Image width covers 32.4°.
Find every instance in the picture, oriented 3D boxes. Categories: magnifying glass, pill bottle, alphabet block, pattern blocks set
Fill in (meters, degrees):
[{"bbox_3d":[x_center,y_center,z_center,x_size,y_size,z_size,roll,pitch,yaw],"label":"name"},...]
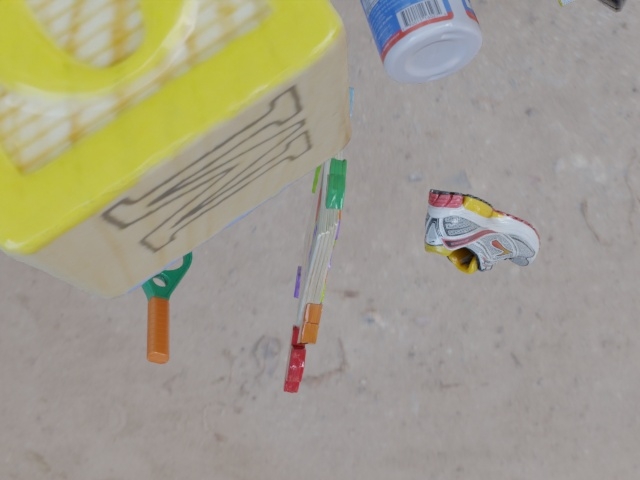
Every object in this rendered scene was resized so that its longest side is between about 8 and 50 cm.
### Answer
[{"bbox_3d":[-0.213,0.063,1.451,0.092,0.231,0.026,16,131,-24],"label":"magnifying glass"},{"bbox_3d":[0.105,-0.312,1.330,0.124,0.124,0.222,-20,68,10],"label":"pill bottle"},{"bbox_3d":[-0.110,-0.100,0.601,0.193,0.197,0.192,-36,82,-4],"label":"alphabet block"},{"bbox_3d":[0.000,0.000,1.243,0.026,0.286,0.325,8,149,-4],"label":"pattern blocks set"}]

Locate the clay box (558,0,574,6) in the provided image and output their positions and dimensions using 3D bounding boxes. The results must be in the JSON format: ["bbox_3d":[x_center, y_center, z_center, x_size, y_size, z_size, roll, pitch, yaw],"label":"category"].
[{"bbox_3d":[0.395,-0.498,1.752,0.127,0.053,0.222,-20,117,29],"label":"clay box"}]

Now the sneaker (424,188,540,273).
[{"bbox_3d":[0.206,0.002,1.447,0.225,0.088,0.093,19,85,-44],"label":"sneaker"}]

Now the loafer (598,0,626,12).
[{"bbox_3d":[0.304,-0.289,1.150,0.062,0.170,0.061,40,95,19],"label":"loafer"}]
